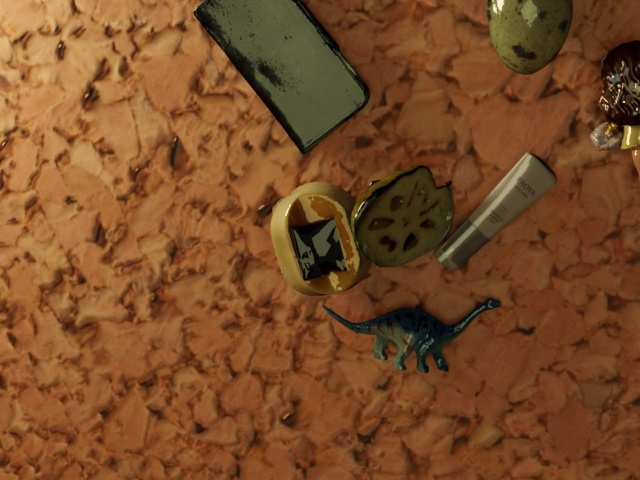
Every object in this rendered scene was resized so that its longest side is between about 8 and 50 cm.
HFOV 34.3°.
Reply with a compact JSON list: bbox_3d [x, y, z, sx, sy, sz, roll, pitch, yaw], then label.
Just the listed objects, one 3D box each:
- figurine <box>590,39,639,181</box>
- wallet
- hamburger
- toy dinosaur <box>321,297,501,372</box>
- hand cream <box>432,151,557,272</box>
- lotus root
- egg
[{"bbox_3d":[0.533,-0.211,1.716,0.174,0.116,0.240,-14,104,12],"label":"figurine"},{"bbox_3d":[-0.064,-0.323,1.807,0.172,0.045,0.318,-37,99,19],"label":"wallet"},{"bbox_3d":[0.000,0.000,1.864,0.173,0.116,0.210,-19,99,5],"label":"hamburger"},{"bbox_3d":[0.169,0.182,1.911,0.329,0.076,0.144,-2,99,6],"label":"toy dinosaur"},{"bbox_3d":[0.306,-0.047,1.833,0.079,0.048,0.255,39,107,-20],"label":"hand cream"},{"bbox_3d":[0.134,-0.051,1.821,0.203,0.078,0.183,-26,128,-16],"label":"lotus root"},{"bbox_3d":[0.339,-0.362,1.686,0.141,0.141,0.182,0,107,8],"label":"egg"}]
